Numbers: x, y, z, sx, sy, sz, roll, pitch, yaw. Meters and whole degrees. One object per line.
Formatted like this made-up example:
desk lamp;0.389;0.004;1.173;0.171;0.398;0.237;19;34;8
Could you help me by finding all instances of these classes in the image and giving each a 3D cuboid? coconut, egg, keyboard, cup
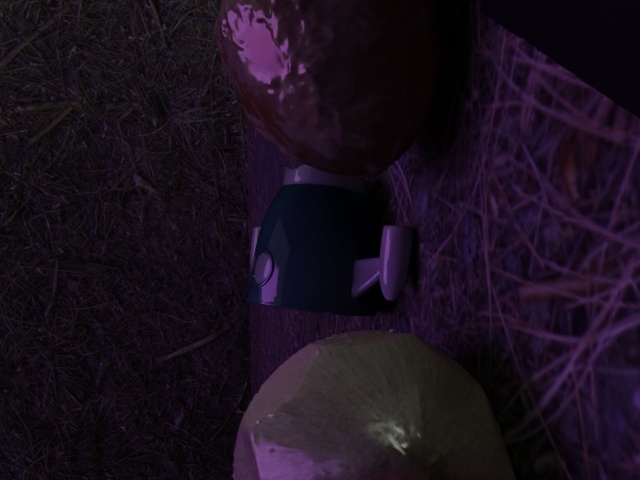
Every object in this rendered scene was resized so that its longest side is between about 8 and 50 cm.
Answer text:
coconut;0.035;0.171;0.421;0.234;0.224;0.224;85;178;-70
egg;0.012;-0.176;0.499;0.203;0.203;0.245;158;93;-77
keyboard;0.145;-0.142;0.318;0.196;0.015;0.074;-107;16;-52
cup;0.000;0.000;0.689;0.300;0.167;0.173;0;82;52
